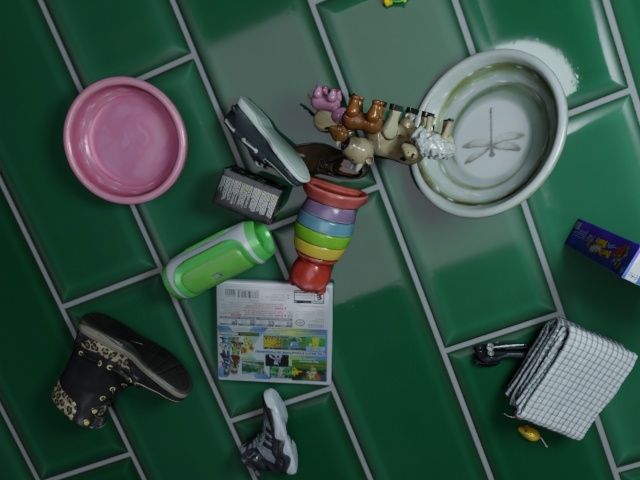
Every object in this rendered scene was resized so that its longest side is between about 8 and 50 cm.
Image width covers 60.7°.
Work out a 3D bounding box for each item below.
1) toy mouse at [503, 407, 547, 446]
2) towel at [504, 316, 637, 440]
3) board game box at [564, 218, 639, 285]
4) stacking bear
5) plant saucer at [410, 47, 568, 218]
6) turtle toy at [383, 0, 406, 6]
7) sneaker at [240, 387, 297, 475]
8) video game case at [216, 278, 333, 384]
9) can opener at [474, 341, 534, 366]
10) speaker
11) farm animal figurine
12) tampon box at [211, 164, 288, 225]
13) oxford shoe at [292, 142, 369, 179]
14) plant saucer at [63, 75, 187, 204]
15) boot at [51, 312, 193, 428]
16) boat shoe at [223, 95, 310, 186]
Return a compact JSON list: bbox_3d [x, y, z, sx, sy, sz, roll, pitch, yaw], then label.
[{"bbox_3d":[0.603,0.495,1.532,0.161,0.031,0.143,26,102,0],"label":"toy mouse"},{"bbox_3d":[0.649,0.361,1.439,0.235,0.121,0.283,23,103,-16],"label":"towel"},{"bbox_3d":[0.750,0.056,1.274,0.233,0.347,0.078,25,102,1],"label":"board game box"},{"bbox_3d":[0.000,0.000,1.436,0.176,0.164,0.288,16,106,2],"label":"stacking bear"},{"bbox_3d":[0.401,-0.246,1.307,0.401,0.101,0.400,-8,79,44],"label":"plant saucer"},{"bbox_3d":[0.181,-0.644,1.336,0.095,0.066,0.130,-25,98,9],"label":"turtle toy"},{"bbox_3d":[-0.164,0.564,1.579,0.153,0.101,0.268,-13,102,5],"label":"sneaker"},{"bbox_3d":[-0.130,0.259,1.553,0.329,0.036,0.299,2,101,4],"label":"video game case"},{"bbox_3d":[0.514,0.304,1.499,0.186,0.073,0.059,-8,61,4],"label":"can opener"},{"bbox_3d":[-0.276,0.052,1.470,0.297,0.131,0.131,-26,97,16],"label":"speaker"},{"bbox_3d":[0.122,-0.251,1.315,0.327,0.330,0.172,10,107,-13],"label":"farm animal figurine"},{"bbox_3d":[-0.183,-0.120,1.441,0.161,0.120,0.101,22,102,1],"label":"tampon box"},{"bbox_3d":[0.013,-0.206,1.421,0.227,0.096,0.082,8,106,6],"label":"oxford shoe"},{"bbox_3d":[-0.511,-0.264,1.464,0.332,0.084,0.331,1,100,5],"label":"plant saucer"},{"bbox_3d":[-0.579,0.415,1.571,0.378,0.138,0.284,32,101,3],"label":"boot"},{"bbox_3d":[-0.139,-0.236,1.397,0.091,0.114,0.302,-44,64,19],"label":"boat shoe"}]
